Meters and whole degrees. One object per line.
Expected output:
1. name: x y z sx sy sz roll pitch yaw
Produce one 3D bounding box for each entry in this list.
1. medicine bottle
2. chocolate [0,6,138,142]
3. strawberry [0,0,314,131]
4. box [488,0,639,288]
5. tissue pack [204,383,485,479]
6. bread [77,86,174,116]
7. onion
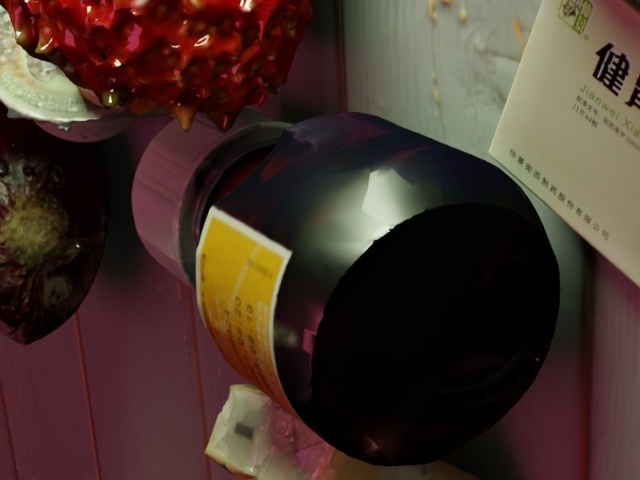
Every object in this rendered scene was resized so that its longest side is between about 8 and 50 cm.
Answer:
1. medicine bottle: 0.000 0.000 1.193 0.395 0.242 0.243 38 138 56
2. chocolate: -0.243 -0.179 1.480 0.221 0.221 0.147 57 164 15
3. strawberry: -0.097 -0.268 1.155 0.292 0.292 0.343 45 119 30
4. box: 0.237 -0.054 0.967 0.260 0.062 0.175 46 141 29
5. tissue pack: 0.035 0.204 1.264 0.186 0.222 0.090 16 80 55
6. bread: -0.176 -0.220 1.366 0.251 0.181 0.039 53 -174 18
7. onion: -0.366 -0.066 1.621 0.281 0.260 0.337 12 153 50
